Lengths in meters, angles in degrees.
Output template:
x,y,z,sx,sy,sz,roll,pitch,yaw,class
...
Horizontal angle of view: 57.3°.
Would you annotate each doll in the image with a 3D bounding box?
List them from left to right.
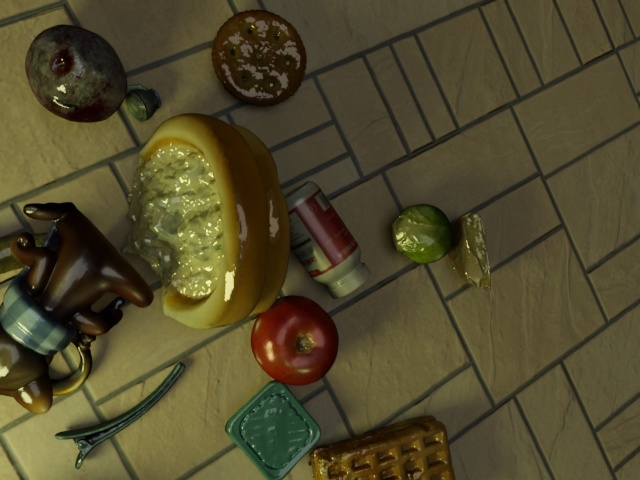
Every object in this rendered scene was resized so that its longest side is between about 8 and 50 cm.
x,y,z,sx,sy,sz,roll,pitch,yaw,class
-0.487,0.123,1.066,0.318,0.209,0.339,47,69,-34,doll

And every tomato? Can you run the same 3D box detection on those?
x,y,z,sx,sy,sz,roll,pitch,yaw,class
-0.057,0.214,1.262,0.195,0.136,0.195,3,83,-23,tomato

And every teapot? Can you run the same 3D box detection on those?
x,y,z,sx,sy,sz,roll,pitch,yaw,class
-0.375,-0.295,1.228,0.088,0.066,0.057,44,52,11,teapot

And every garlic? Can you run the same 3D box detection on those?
x,y,z,sx,sy,sz,roll,pitch,yaw,class
0.364,0.028,1.447,0.087,0.101,0.195,-10,93,-15,garlic

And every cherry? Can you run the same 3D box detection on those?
x,y,z,sx,sy,sz,roll,pitch,yaw,class
-0.471,-0.322,1.124,0.195,0.195,0.195,1,86,-20,cherry

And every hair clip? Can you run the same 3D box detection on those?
x,y,z,sx,sy,sz,roll,pitch,yaw,class
-0.388,0.344,1.190,0.275,0.048,0.083,-33,96,-24,hair clip

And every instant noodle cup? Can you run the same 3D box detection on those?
x,y,z,sx,sy,sz,roll,pitch,yaw,class
-0.104,0.407,1.269,0.157,0.070,0.179,-41,100,-19,instant noodle cup

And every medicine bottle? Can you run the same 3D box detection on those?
x,y,z,sx,sy,sz,roll,pitch,yaw,class
0.000,0.000,1.301,0.131,0.131,0.250,-37,99,-18,medicine bottle

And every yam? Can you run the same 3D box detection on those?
x,y,z,sx,sy,sz,roll,pitch,yaw,class
-0.647,0.040,1.097,0.317,0.067,0.071,-12,132,-20,yam

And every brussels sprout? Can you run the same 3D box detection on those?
x,y,z,sx,sy,sz,roll,pitch,yaw,class
0.242,-0.014,1.400,0.155,0.117,0.155,1,71,-4,brussels sprout

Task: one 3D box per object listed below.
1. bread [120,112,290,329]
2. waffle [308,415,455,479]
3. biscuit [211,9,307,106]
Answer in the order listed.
x,y,z,sx,sy,sz,roll,pitch,yaw,class
-0.223,-0.037,1.183,0.329,0.245,0.423,-17,82,22,bread
0.147,0.546,1.339,0.328,0.098,0.224,-9,88,-21,waffle
-0.137,-0.407,1.315,0.221,0.066,0.220,1,88,-17,biscuit
